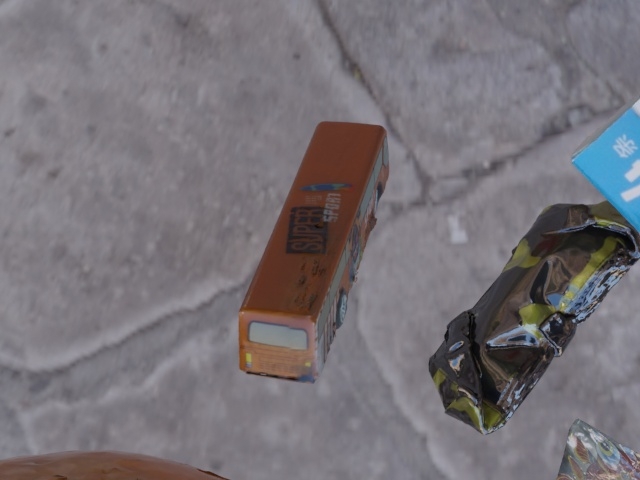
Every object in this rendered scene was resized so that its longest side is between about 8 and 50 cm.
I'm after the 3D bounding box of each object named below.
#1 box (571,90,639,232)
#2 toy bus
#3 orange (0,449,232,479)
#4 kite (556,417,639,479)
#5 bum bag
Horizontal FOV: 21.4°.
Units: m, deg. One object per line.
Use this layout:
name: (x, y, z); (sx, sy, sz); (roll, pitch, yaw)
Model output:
box: (0.331, -0.038, 0.988); (0.273, 0.048, 0.265); (45, 122, 0)
toy bus: (0.000, 0.000, 1.785); (0.093, 0.409, 0.092); (5, 123, 10)
orange: (-0.075, 0.190, 0.541); (0.246, 0.246, 0.246); (1, 117, 3)
kite: (0.221, 0.256, 1.463); (0.127, 0.016, 0.229); (48, 131, 21)
bum bag: (0.176, 0.053, 1.408); (0.232, 0.106, 0.060); (-50, 136, -7)
